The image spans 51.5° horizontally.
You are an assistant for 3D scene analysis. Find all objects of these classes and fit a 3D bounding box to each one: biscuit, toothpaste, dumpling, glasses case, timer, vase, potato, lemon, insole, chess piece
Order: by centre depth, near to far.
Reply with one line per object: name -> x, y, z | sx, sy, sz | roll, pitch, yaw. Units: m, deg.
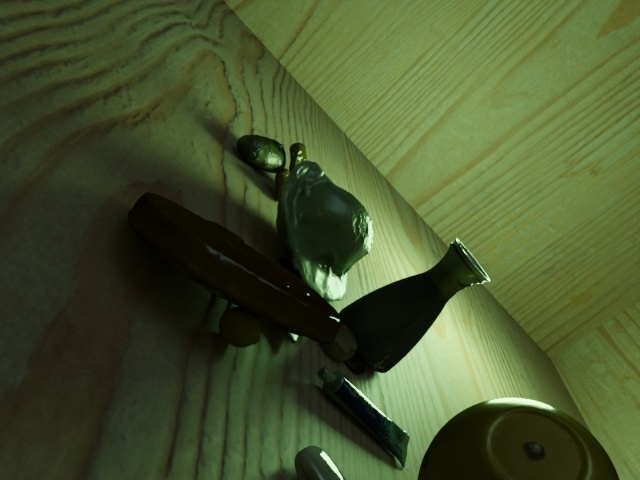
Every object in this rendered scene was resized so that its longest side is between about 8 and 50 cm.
glasses case -> 0.024, 0.383, 0.944 | 0.193, 0.049, 0.074 | 57, 18, 25
lemon -> -0.127, 0.139, 1.055 | 0.083, 0.062, 0.062 | 46, 16, -28
biscuit -> -0.141, 0.049, 1.100 | 0.394, 0.070, 0.350 | 33, 2, -22
timer -> 0.334, 0.470, 1.157 | 0.376, 0.376, 0.387 | -112, -161, -46
toothpaste -> 0.084, 0.325, 1.248 | 0.268, 0.047, 0.069 | 47, 3, -23
chess piece -> 0.037, 0.207, 1.364 | 0.083, 0.038, 0.084 | 38, 27, -24
insole -> 0.000, 0.160, 1.438 | 0.309, 0.012, 0.110 | 55, 15, 16
vase -> 0.212, 0.138, 1.475 | 0.173, 0.321, 0.173 | 49, 11, -13
dumpling -> 0.012, -0.026, 1.519 | 0.320, 0.212, 0.270 | 37, 15, -20
potato -> -0.151, -0.236, 1.776 | 0.188, 0.085, 0.105 | 12, 42, -58
biscuit -> -0.077, -0.180, 1.790 | 0.183, 0.038, 0.174 | -12, 102, -70

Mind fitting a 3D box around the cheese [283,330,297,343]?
cheese -> -0.046, 0.141, 1.301 | 0.105, 0.042, 0.191 | 52, 17, 10
